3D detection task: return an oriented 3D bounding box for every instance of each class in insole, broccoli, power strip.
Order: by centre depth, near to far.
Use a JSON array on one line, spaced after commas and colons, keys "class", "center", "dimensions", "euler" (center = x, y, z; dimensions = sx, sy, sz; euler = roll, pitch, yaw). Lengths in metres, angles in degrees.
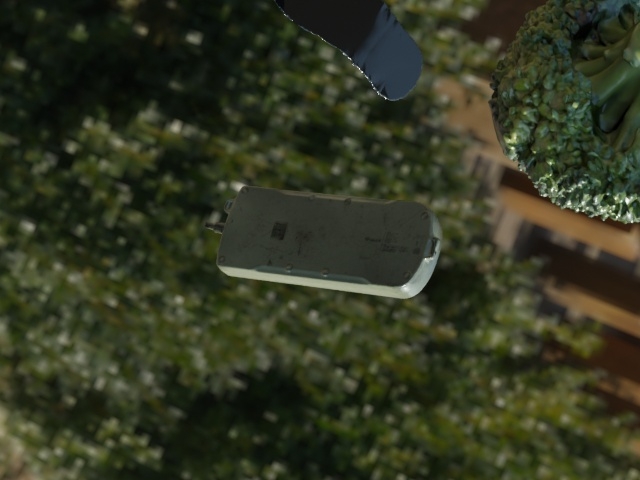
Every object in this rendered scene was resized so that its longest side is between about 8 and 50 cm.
[{"class": "broccoli", "center": [0.242, -0.121, 1.589], "dimensions": [0.226, 0.198, 0.176], "euler": [-53, -170, -14]}, {"class": "power strip", "center": [0.000, 0.000, 1.599], "dimensions": [0.029, 0.227, 0.080], "euler": [47, 56, -54]}, {"class": "insole", "center": [0.023, -0.196, 1.650], "dimensions": [0.232, 0.003, 0.080], "euler": [39, 80, -44]}]
